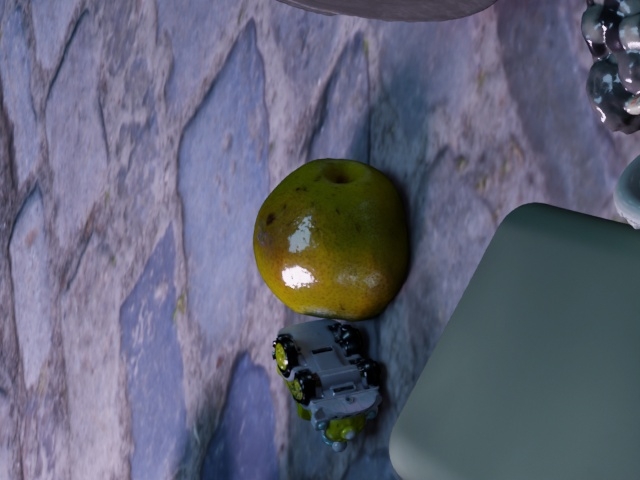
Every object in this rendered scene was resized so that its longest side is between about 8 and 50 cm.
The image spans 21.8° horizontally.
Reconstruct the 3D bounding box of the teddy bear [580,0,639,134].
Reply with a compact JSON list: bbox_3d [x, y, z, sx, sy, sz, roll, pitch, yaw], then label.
[{"bbox_3d":[0.259,-0.184,0.960,0.251,0.144,0.171,-38,38,46],"label":"teddy bear"}]

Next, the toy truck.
[{"bbox_3d":[0.004,0.124,1.378,0.111,0.076,0.077,-119,29,-42],"label":"toy truck"}]

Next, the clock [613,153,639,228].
[{"bbox_3d":[0.271,-0.035,0.856,0.236,0.236,0.053,12,123,59],"label":"clock"}]

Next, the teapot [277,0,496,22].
[{"bbox_3d":[0.057,-0.351,1.267,0.300,0.253,0.344,93,-174,-79],"label":"teapot"}]

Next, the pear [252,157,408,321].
[{"bbox_3d":[0.000,0.000,1.381,0.141,0.104,0.141,-10,78,60],"label":"pear"}]

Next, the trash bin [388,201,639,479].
[{"bbox_3d":[0.201,0.110,0.928,0.223,0.158,0.343,-62,31,-2],"label":"trash bin"}]
